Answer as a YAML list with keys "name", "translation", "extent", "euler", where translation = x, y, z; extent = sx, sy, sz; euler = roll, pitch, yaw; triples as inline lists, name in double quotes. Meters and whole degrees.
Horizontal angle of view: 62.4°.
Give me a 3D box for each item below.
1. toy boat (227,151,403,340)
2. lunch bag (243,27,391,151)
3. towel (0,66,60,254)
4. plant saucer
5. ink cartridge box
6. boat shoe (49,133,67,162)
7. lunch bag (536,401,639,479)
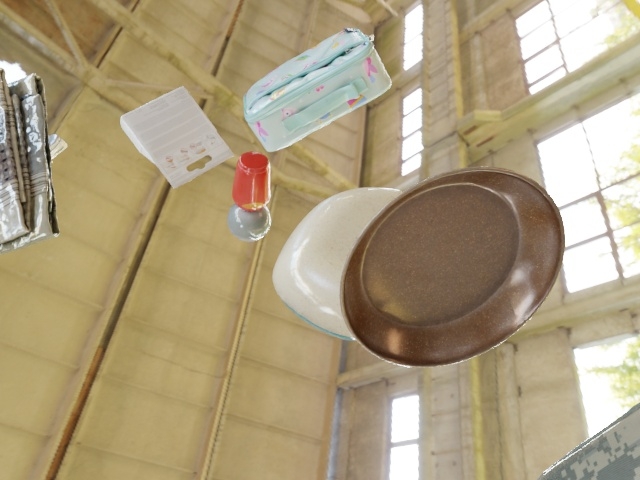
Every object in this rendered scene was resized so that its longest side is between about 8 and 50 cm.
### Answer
- name: "toy boat"
  translation: [0.000, 0.000, 0.746]
  extent: [0.318, 0.148, 0.267]
  euler: [31, -133, 19]
- name: "lunch bag"
  translation: [-0.010, -0.288, 0.994]
  extent: [0.108, 0.279, 0.224]
  euler: [56, -169, -27]
- name: "towel"
  translation: [-0.584, -0.109, 0.841]
  extent: [0.056, 0.324, 0.312]
  euler: [68, -173, -72]
- name: "plant saucer"
  translation: [0.109, 0.023, 0.453]
  extent: [0.198, 0.198, 0.036]
  euler: [36, -163, -28]
- name: "ink cartridge box"
  translation: [-0.350, -0.247, 1.297]
  extent: [0.181, 0.056, 0.225]
  euler: [-35, -93, -24]
- name: "boat shoe"
  translation: [-0.492, -0.145, 0.936]
  extent: [0.035, 0.100, 0.035]
  euler: [45, 178, 35]
- name: "lunch bag"
  translation: [0.337, 0.233, 0.338]
  extent: [0.256, 0.305, 0.212]
  euler: [38, -157, -4]
